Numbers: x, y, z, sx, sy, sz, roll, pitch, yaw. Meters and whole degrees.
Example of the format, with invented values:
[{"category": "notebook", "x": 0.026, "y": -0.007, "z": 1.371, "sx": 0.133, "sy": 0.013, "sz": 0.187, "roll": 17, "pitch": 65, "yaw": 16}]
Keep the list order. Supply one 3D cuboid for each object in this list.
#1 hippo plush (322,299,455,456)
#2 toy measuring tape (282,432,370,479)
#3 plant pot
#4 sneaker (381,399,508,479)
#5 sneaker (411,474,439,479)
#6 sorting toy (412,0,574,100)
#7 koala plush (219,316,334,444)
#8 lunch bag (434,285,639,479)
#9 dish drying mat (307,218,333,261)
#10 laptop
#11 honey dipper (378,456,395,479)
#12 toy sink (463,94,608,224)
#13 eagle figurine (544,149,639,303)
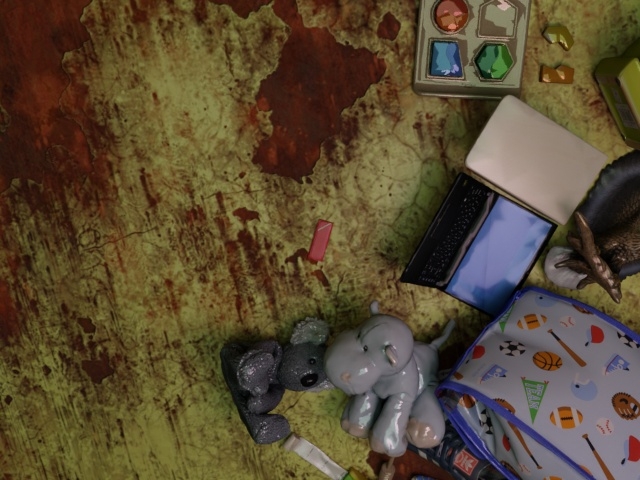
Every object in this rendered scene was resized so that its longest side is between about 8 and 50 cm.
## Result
[{"category": "hippo plush", "x": 0.138, "y": 0.257, "z": 1.359, "sx": 0.294, "sy": 0.234, "sz": 0.236, "roll": -27, "pitch": 141, "yaw": 7}, {"category": "toy measuring tape", "x": 0.059, "y": 0.528, "z": 1.508, "sx": 0.330, "sy": 0.121, "sz": 0.121, "roll": 39, "pitch": 98, "yaw": -7}, {"category": "plant pot", "x": 0.644, "y": -0.276, "z": 1.313, "sx": 0.207, "sy": 0.228, "sz": 0.227, "roll": -27, "pitch": 100, "yaw": 10}, {"category": "sneaker", "x": 0.271, "y": 0.420, "z": 1.472, "sx": 0.350, "sy": 0.148, "sz": 0.131, "roll": 25, "pitch": 99, "yaw": -4}, {"category": "sneaker", "x": 0.201, "y": 0.587, "z": 1.495, "sx": 0.081, "sy": 0.211, "sz": 0.080, "roll": 29, "pitch": 141, "yaw": -7}, {"category": "sorting toy", "x": 0.337, "y": -0.383, "z": 1.378, "sx": 0.307, "sy": 0.041, "sz": 0.229, "roll": 3, "pitch": 100, "yaw": -1}, {"category": "koala plush", "x": -0.072, "y": 0.257, "z": 1.446, "sx": 0.221, "sy": 0.203, "sz": 0.196, "roll": -19, "pitch": 110, "yaw": -18}, {"category": "lunch bag", "x": 0.447, "y": 0.298, "z": 1.339, "sx": 0.385, "sy": 0.239, "sz": 0.328, "roll": 38, "pitch": 57, "yaw": 16}, {"category": "dish drying mat", "x": 0.000, "y": 0.000, "z": 1.464, "sx": 0.032, "sy": 0.008, "sz": 0.083, "roll": 16, "pitch": 100, "yaw": -4}, {"category": "laptop", "x": 0.311, "y": 0.021, "z": 1.403, "sx": 0.136, "sy": 0.264, "sz": 0.234, "roll": 33, "pitch": 100, "yaw": 31}, {"category": "honey dipper", "x": 0.148, "y": 0.448, "z": 1.495, "sx": 0.030, "sy": 0.030, "sz": 0.161, "roll": 7, "pitch": 133, "yaw": -1}, {"category": "toy sink", "x": 0.388, "y": -0.159, "z": 1.376, "sx": 0.234, "sy": 0.131, "sz": 0.153, "roll": 28, "pitch": 99, "yaw": -10}, {"category": "eagle figurine", "x": 0.599, "y": -0.010, "z": 1.392, "sx": 0.225, "sy": 0.298, "sz": 0.226, "roll": 32, "pitch": 141, "yaw": 28}]
